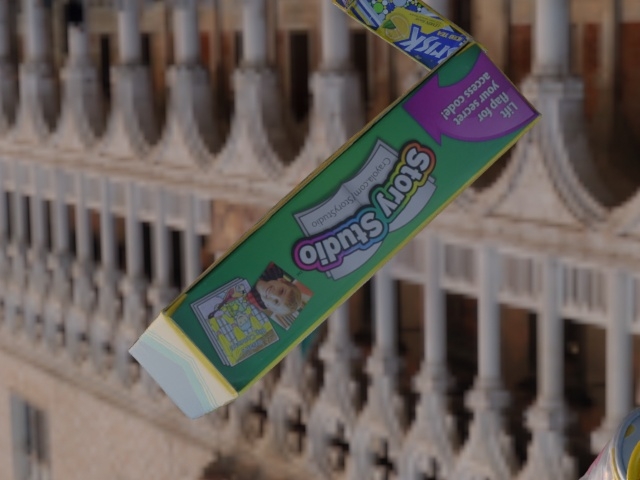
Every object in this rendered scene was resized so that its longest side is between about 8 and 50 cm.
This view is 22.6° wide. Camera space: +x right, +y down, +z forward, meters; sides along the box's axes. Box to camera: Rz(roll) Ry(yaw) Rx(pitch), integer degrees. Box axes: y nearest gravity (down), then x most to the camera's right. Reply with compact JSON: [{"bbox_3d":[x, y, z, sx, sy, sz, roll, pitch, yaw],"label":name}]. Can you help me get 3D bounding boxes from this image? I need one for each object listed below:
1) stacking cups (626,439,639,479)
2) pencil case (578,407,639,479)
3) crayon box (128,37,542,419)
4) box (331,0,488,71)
[{"bbox_3d":[0.337,0.189,1.240,0.096,0.096,0.316,3,174,32],"label":"stacking cups"},{"bbox_3d":[0.264,0.256,1.432,0.113,0.273,0.124,44,-127,15],"label":"pencil case"},{"bbox_3d":[0.000,0.000,1.466,0.363,0.106,0.313,-43,180,-15],"label":"crayon box"},{"bbox_3d":[0.099,-0.235,1.751,0.169,0.059,0.054,31,-170,-27],"label":"box"}]
